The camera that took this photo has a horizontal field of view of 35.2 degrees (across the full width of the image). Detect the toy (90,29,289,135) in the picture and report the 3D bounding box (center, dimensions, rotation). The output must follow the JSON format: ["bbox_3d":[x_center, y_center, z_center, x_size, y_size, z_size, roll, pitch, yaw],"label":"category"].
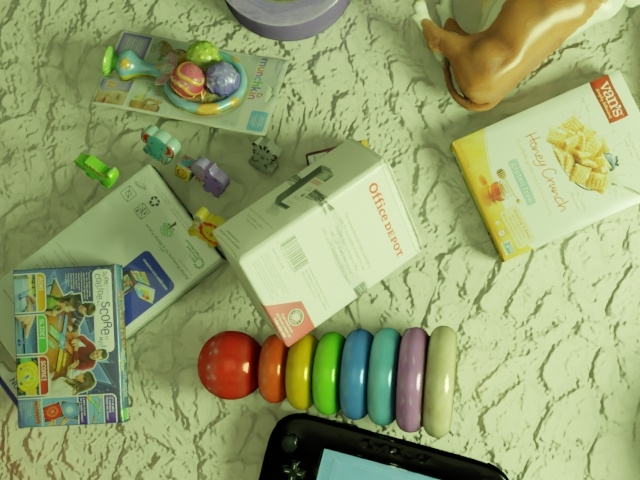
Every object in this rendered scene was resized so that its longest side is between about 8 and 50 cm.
[{"bbox_3d":[-0.172,-0.222,1.327,0.237,0.056,0.136,9,58,8],"label":"toy"}]

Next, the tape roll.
[{"bbox_3d":[-0.046,-0.366,1.343,0.189,0.080,0.189,0,86,3],"label":"tape roll"}]

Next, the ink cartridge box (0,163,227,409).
[{"bbox_3d":[-0.303,0.064,1.339,0.333,0.065,0.165,-37,85,-1],"label":"ink cartridge box"}]

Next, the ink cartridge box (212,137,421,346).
[{"bbox_3d":[0.000,0.000,1.252,0.218,0.092,0.158,-34,128,-11],"label":"ink cartridge box"}]

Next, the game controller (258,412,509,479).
[{"bbox_3d":[0.078,0.332,1.295,0.319,0.067,0.166,14,87,5],"label":"game controller"}]

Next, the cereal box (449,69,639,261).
[{"bbox_3d":[0.312,-0.096,1.317,0.240,0.047,0.173,-24,85,2],"label":"cereal box"}]

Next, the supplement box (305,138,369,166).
[{"bbox_3d":[0.026,-0.100,1.332,0.083,0.055,0.043,-13,85,3],"label":"supplement box"}]

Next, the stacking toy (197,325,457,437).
[{"bbox_3d":[0.005,0.165,1.284,0.330,0.141,0.141,5,87,8],"label":"stacking toy"}]

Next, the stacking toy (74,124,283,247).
[{"bbox_3d":[-0.176,-0.104,1.304,0.221,0.052,0.167,30,52,6],"label":"stacking toy"}]

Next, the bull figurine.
[{"bbox_3d":[0.271,-0.308,1.310,0.310,0.101,0.188,-41,81,-2],"label":"bull figurine"}]

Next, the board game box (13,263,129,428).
[{"bbox_3d":[-0.317,0.134,1.286,0.136,0.035,0.201,-3,86,3],"label":"board game box"}]
